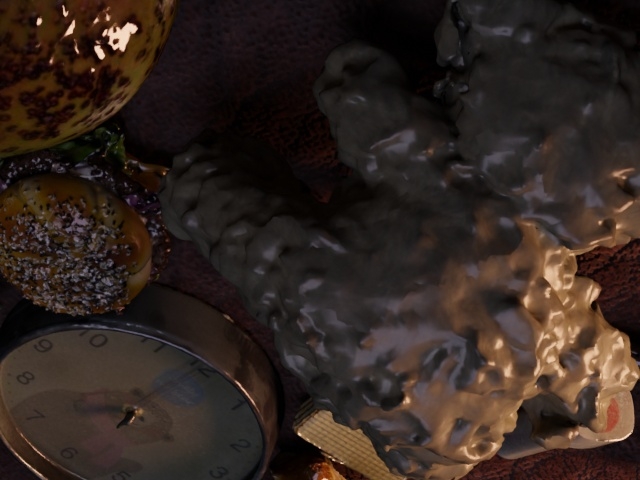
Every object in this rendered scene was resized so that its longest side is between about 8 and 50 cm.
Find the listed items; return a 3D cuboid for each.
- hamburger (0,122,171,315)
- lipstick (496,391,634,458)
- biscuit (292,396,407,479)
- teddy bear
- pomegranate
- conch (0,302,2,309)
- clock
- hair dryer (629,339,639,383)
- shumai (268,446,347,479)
[{"bbox_3d":[-0.196,-0.012,1.234,0.164,0.093,0.189,11,131,3],"label":"hamburger"},{"bbox_3d":[0.186,0.156,1.307,0.063,0.057,0.186,6,163,-25],"label":"lipstick"},{"bbox_3d":[0.076,0.139,1.345,0.121,0.040,0.199,32,131,-21],"label":"biscuit"},{"bbox_3d":[0.116,-0.013,1.102,0.367,0.224,0.357,-41,105,8],"label":"teddy bear"},{"bbox_3d":[-0.204,-0.224,0.961,0.285,0.285,0.340,20,103,-5],"label":"pomegranate"},{"bbox_3d":[-0.422,0.032,1.325,0.250,0.137,0.143,30,106,-39],"label":"conch"},{"bbox_3d":[-0.171,0.152,1.401,0.281,0.055,0.280,7,133,7],"label":"clock"},{"bbox_3d":[0.261,0.123,1.287,0.219,0.075,0.195,28,141,2],"label":"hair dryer"},{"bbox_3d":[-0.011,0.253,1.424,0.145,0.145,0.116,-28,96,32],"label":"shumai"}]
